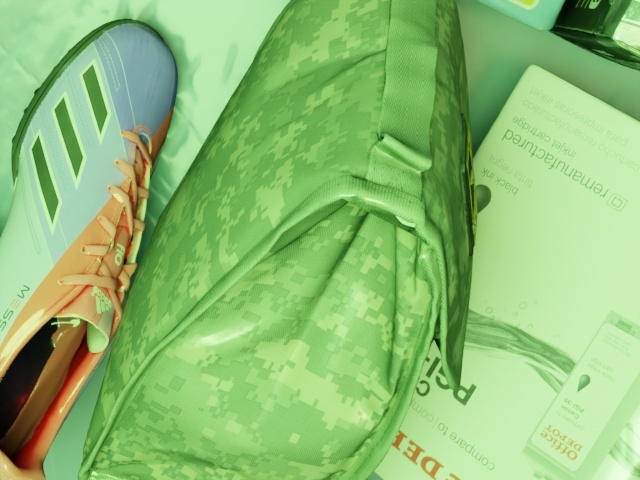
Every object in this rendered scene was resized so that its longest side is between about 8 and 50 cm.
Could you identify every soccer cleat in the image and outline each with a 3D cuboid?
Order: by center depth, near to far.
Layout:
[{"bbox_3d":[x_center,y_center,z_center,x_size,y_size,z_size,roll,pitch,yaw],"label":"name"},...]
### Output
[{"bbox_3d":[-0.154,0.006,0.806,0.109,0.116,0.318,37,73,-44],"label":"soccer cleat"}]

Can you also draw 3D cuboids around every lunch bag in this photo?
[{"bbox_3d":[0.000,0.000,0.720,0.169,0.235,0.287,24,131,-12],"label":"lunch bag"}]

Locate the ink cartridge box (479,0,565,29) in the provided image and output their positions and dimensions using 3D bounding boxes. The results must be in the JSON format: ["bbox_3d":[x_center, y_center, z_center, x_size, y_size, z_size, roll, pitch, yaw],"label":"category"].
[{"bbox_3d":[0.103,-0.360,0.720,0.270,0.151,0.395,24,111,-5],"label":"ink cartridge box"}]

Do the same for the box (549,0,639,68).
[{"bbox_3d":[0.246,-0.241,0.732,0.077,0.242,0.307,26,102,-4],"label":"box"}]

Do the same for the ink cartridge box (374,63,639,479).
[{"bbox_3d":[0.160,0.064,0.814,0.207,0.117,0.283,36,102,32],"label":"ink cartridge box"}]
